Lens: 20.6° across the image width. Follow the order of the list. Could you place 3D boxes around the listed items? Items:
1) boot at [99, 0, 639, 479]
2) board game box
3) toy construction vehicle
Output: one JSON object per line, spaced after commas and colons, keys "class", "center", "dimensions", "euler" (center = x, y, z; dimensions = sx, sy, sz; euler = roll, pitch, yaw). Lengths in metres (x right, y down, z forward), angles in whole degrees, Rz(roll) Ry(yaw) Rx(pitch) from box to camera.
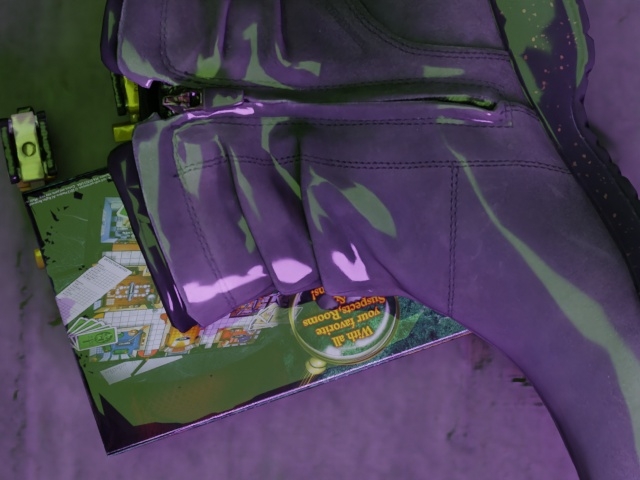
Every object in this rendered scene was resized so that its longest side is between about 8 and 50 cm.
{"class": "boot", "center": [0.033, 0.009, 0.796], "dimensions": [0.223, 0.118, 0.338], "euler": [-16, 73, -1]}
{"class": "board game box", "center": [0.000, 0.000, 0.855], "dimensions": [0.259, 0.030, 0.136], "euler": [-18, 82, -4]}
{"class": "toy construction vehicle", "center": [-0.114, -0.041, 0.887], "dimensions": [0.086, 0.035, 0.098], "euler": [-13, 88, -6]}
